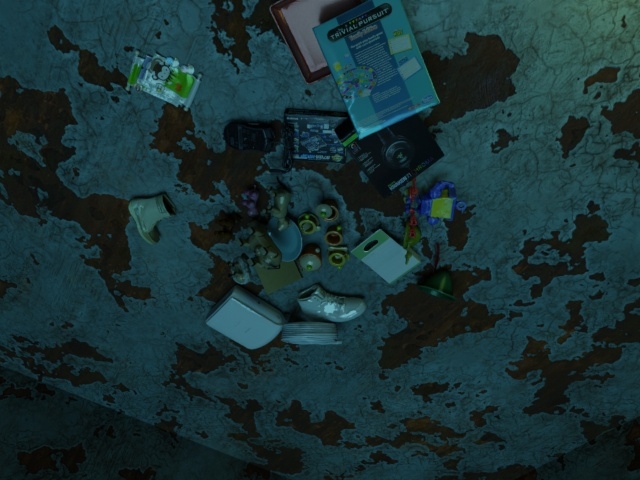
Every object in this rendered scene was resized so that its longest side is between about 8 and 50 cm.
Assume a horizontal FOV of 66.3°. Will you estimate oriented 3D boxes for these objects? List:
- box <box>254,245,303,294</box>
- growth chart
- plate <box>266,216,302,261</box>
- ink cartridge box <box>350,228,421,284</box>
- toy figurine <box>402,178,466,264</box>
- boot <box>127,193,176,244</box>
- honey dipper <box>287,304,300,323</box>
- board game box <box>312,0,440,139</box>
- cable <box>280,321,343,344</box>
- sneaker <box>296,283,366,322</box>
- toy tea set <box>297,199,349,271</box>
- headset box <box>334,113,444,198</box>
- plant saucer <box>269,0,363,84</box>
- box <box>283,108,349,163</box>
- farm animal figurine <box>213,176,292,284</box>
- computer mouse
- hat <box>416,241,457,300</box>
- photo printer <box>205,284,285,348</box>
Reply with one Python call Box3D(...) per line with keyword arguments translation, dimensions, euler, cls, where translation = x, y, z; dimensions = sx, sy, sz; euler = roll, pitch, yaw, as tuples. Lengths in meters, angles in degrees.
Box3D(translation=(-0.179, 0.116, 2.021), dimensions=(0.201, 0.021, 0.164), euler=(-28, 83, 31), cls="box")
Box3D(translation=(-0.522, -0.537, 1.634), dimensions=(0.237, 0.021, 0.172), euler=(20, 126, -9), cls="growth chart")
Box3D(translation=(-0.142, -0.009, 1.942), dimensions=(0.188, 0.024, 0.188), euler=(12, 112, 33), cls="plate")
Box3D(translation=(0.262, 0.056, 1.967), dimensions=(0.235, 0.056, 0.171), euler=(39, 122, -18), cls="ink cartridge box")
Box3D(translation=(0.416, -0.090, 1.761), dimensions=(0.217, 0.191, 0.362), euler=(-2, 128, 2), cls="toy figurine")
Box3D(translation=(-0.652, -0.084, 1.962), dimensions=(0.165, 0.077, 0.213), euler=(-10, 123, 12), cls="boot")
Box3D(translation=(-0.110, 0.329, 2.238), dimensions=(0.030, 0.030, 0.160), euler=(21, 125, -9), cls="honey dipper")
Box3D(translation=(0.161, -0.500, 1.413), dimensions=(0.254, 0.079, 0.336), euler=(-23, 103, 9), cls="board game box")
Box3D(translation=(-0.048, 0.412, 2.182), dimensions=(0.257, 0.089, 0.257), euler=(-7, 163, 26), cls="cable")
Box3D(translation=(0.041, 0.265, 2.122), dimensions=(0.292, 0.108, 0.169), euler=(-12, 128, 17), cls="sneaker")
Box3D(translation=(0.000, 0.000, 1.912), dimensions=(0.200, 0.124, 0.336), euler=(-2, 127, 9), cls="toy tea set")
Box3D(translation=(0.217, -0.328, 1.596), dimensions=(0.246, 0.131, 0.283), euler=(-35, 116, 11), cls="headset box")
Box3D(translation=(0.018, -0.638, 1.472), dimensions=(0.258, 0.047, 0.259), euler=(-18, 124, 20), cls="plant saucer")
Box3D(translation=(-0.015, -0.358, 1.687), dimensions=(0.220, 0.051, 0.175), euler=(4, 127, 4), cls="box")
Box3D(translation=(-0.223, -0.029, 1.870), dimensions=(0.330, 0.326, 0.172), euler=(-25, 162, 26), cls="farm animal figurine")
Box3D(translation=(-0.205, -0.324, 1.711), dimensions=(0.262, 0.060, 0.184), euler=(6, 121, 16), cls="computer mouse")
Box3D(translation=(0.506, 0.135, 2.014), dimensions=(0.173, 0.183, 0.208), euler=(20, 171, 5), cls="hat")
Box3D(translation=(-0.335, 0.366, 2.245), dimensions=(0.307, 0.107, 0.256), euler=(36, 123, -19), cls="photo printer")
